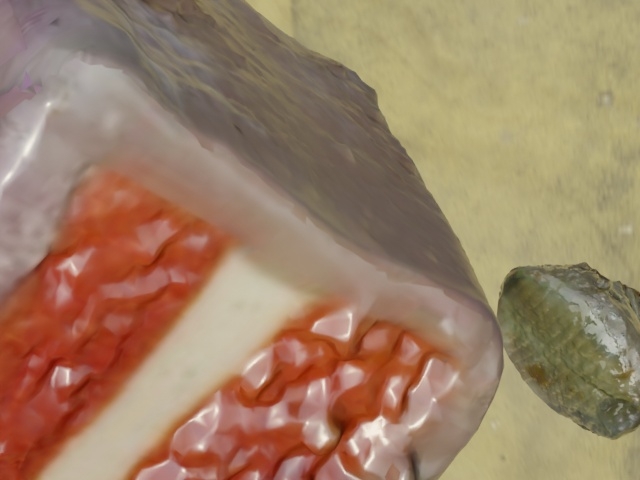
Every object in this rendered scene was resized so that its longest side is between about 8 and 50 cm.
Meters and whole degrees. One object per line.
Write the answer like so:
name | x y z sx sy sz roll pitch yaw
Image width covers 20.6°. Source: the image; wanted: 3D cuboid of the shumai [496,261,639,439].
shumai | 0.267 0.090 1.727 0.120 0.201 0.201 -35 70 -28

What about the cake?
cake | -0.110 0.042 0.691 0.309 0.237 0.230 -48 29 18
